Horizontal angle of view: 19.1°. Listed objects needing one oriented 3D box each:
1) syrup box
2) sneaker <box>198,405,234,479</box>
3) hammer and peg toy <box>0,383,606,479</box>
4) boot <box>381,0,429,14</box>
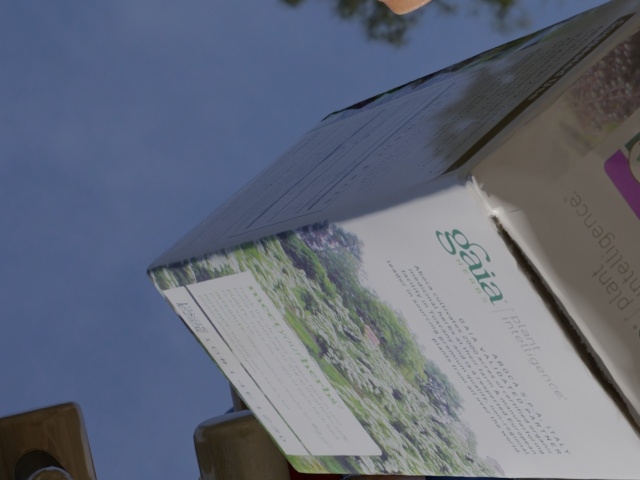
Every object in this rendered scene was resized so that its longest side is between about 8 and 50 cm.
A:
[{"bbox_3d":[0.044,0.006,0.567,0.096,0.237,0.093,-41,-79,-23],"label":"syrup box"},{"bbox_3d":[-0.050,0.187,1.278,0.081,0.211,0.080,-23,-143,-37],"label":"sneaker"},{"bbox_3d":[0.014,0.121,0.864,0.361,0.266,0.127,-11,-86,1],"label":"hammer and peg toy"},{"bbox_3d":[0.025,-0.223,1.488,0.152,0.197,0.073,46,-160,-52],"label":"boot"}]
